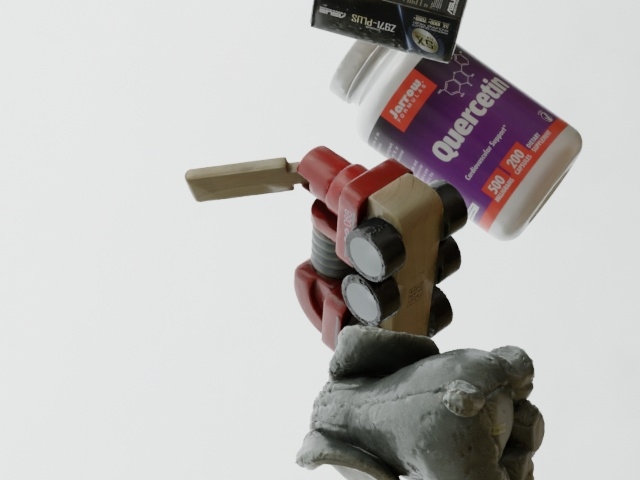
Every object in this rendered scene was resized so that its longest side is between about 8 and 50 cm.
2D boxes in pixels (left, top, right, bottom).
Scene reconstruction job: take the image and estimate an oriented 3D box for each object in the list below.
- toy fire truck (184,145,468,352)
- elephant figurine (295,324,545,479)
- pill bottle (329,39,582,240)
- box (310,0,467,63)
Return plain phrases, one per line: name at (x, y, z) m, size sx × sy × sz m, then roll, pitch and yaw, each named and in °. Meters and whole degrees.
toy fire truck at (0.000, 0.000, 1.745) m, size 0.158 × 0.246 × 0.217 m, roll -32°, pitch -36°, yaw -31°
elephant figurine at (0.053, 0.156, 1.452) m, size 0.169 × 0.239 × 0.186 m, roll -44°, pitch -48°, yaw -53°
pill bottle at (0.175, -0.156, 2.299) m, size 0.181 × 0.323 × 0.181 m, roll -52°, pitch -8°, yaw -10°
box at (0.084, -0.284, 1.720) m, size 0.077 × 0.147 × 0.180 m, roll 100°, pitch -174°, yaw -61°
